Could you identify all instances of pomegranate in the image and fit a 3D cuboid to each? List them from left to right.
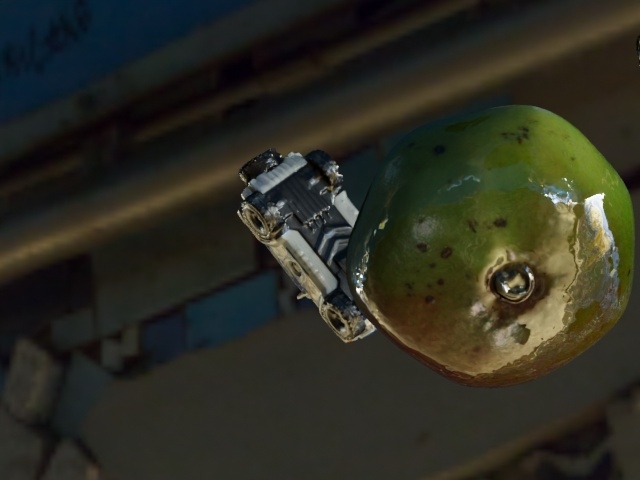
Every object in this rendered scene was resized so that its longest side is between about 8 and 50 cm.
[{"bbox_3d":[0.106,-0.007,1.037,0.180,0.180,0.210,-3,22,4],"label":"pomegranate"}]

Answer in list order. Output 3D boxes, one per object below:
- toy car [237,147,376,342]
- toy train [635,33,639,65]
[{"bbox_3d":[0.000,0.000,1.303,0.080,0.171,0.070,-37,-8,-22],"label":"toy car"},{"bbox_3d":[0.364,-0.156,1.528,0.090,0.137,0.225,-10,-9,-8],"label":"toy train"}]
